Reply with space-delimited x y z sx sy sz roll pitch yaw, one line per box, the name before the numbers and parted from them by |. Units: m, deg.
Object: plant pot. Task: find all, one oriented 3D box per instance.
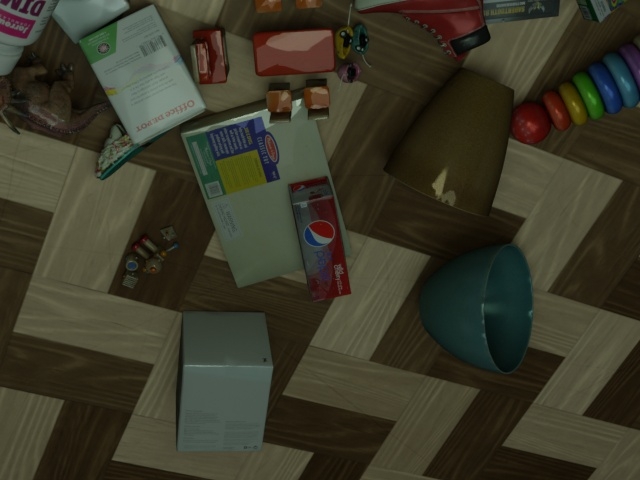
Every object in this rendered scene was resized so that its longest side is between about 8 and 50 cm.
plant pot | 0.288 -0.210 1.841 0.237 0.237 0.254 19 103 -21
plant pot | 0.342 0.152 2.069 0.195 0.290 0.290 0 132 33

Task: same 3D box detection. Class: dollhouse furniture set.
dollhouse furniture set | -0.102 -0.346 1.684 0.259 0.135 0.262 -4 112 1

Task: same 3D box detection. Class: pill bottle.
pill bottle | -0.514 -0.426 1.502 0.160 0.160 0.283 26 116 -24

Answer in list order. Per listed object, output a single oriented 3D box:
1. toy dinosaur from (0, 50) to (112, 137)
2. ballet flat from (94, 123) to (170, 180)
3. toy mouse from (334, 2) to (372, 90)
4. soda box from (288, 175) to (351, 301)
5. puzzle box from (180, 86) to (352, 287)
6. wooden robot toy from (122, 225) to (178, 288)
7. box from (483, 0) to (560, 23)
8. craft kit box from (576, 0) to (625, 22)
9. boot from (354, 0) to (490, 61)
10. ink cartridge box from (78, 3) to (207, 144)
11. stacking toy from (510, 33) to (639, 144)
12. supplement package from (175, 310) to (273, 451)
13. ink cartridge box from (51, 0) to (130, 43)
toy dinosaur | -0.524 -0.247 1.663 0.296 0.200 0.127 17 118 -21
ballet flat | -0.365 -0.216 1.798 0.241 0.091 0.077 -35 92 8
toy mouse | 0.060 -0.362 1.764 0.031 0.143 0.161 12 90 27
soda box | 0.000 0.000 1.931 0.092 0.083 0.263 -12 125 -2
puzzle box | -0.106 -0.103 1.924 0.272 0.052 0.409 -16 124 0
wooden robot toy | -0.374 0.045 1.956 0.173 0.079 0.076 -40 121 15
box | 0.347 -0.512 1.736 0.231 0.056 0.183 -8 125 -5
craft kit box | 0.554 -0.583 1.692 0.247 0.061 0.250 -42 123 -6
boot | 0.193 -0.412 1.718 0.244 0.088 0.176 -4 123 20
ink cartridge box | -0.325 -0.305 1.678 0.154 0.093 0.212 -27 102 -3
stacking toy | 0.550 -0.293 1.878 0.330 0.141 0.141 -26 124 12
supplement package | -0.228 0.325 2.095 0.199 0.198 0.262 2 123 -11
ink cartridge box | -0.421 -0.522 1.588 0.239 0.060 0.275 -30 123 11
